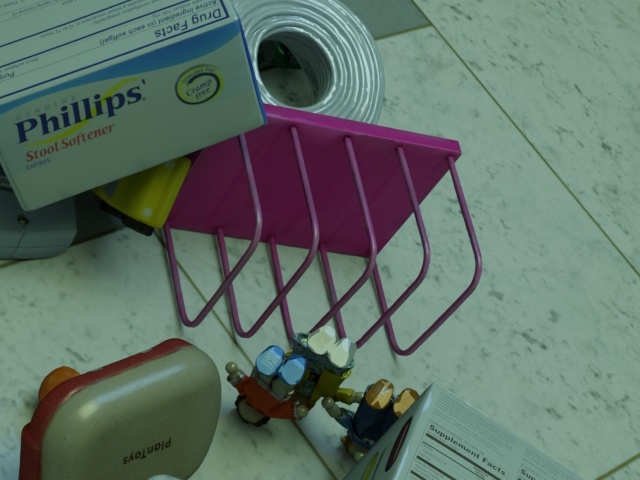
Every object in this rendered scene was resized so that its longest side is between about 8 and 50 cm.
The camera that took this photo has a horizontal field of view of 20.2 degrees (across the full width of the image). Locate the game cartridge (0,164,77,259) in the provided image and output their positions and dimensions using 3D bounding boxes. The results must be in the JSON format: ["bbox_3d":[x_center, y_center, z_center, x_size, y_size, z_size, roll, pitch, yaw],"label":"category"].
[{"bbox_3d":[-0.395,-0.078,1.846,0.294,0.060,0.196,13,43,-25],"label":"game cartridge"}]

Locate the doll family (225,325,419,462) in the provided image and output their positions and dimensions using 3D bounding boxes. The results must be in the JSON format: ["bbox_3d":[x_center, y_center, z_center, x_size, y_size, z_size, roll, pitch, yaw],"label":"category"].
[{"bbox_3d":[0.031,0.175,1.841,0.263,0.163,0.118,34,61,3],"label":"doll family"}]

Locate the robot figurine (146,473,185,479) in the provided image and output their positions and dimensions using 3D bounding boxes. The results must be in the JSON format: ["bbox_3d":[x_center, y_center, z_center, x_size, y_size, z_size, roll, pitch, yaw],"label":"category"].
[{"bbox_3d":[-0.125,0.353,1.527,0.353,0.200,0.300,22,60,-18],"label":"robot figurine"}]

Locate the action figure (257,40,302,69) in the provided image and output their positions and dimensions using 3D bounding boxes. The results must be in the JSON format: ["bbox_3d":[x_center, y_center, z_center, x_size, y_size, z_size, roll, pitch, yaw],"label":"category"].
[{"bbox_3d":[-0.071,-0.314,2.291,0.137,0.063,0.232,7,46,-27],"label":"action figure"}]

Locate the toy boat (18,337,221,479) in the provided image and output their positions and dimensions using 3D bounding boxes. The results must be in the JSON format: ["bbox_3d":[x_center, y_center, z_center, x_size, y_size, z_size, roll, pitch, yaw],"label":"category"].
[{"bbox_3d":[-0.207,0.166,1.712,0.151,0.151,0.231,27,31,35],"label":"toy boat"}]

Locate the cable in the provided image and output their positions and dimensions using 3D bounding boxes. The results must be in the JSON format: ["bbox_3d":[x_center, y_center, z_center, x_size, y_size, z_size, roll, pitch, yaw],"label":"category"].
[{"bbox_3d":[-0.047,-0.195,2.127,0.257,0.089,0.257,36,59,-11],"label":"cable"}]

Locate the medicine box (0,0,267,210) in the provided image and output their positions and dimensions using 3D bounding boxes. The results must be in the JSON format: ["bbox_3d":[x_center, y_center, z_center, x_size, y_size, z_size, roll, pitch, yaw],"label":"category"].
[{"bbox_3d":[-0.227,-0.208,1.827,0.263,0.149,0.289,-20,46,-4],"label":"medicine box"}]

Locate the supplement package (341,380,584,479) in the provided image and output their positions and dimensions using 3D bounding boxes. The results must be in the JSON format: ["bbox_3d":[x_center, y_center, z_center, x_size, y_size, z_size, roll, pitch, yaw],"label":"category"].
[{"bbox_3d":[0.105,0.299,1.692,0.204,0.262,0.145,34,41,-4],"label":"supplement package"}]

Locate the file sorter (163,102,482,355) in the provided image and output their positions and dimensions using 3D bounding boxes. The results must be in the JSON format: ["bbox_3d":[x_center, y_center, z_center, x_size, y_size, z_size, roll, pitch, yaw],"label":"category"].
[{"bbox_3d":[0.000,0.000,1.941,0.291,0.202,0.182,9,50,-29],"label":"file sorter"}]

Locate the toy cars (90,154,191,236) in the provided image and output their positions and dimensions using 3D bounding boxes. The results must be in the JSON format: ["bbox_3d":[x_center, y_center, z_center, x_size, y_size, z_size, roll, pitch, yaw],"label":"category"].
[{"bbox_3d":[-0.205,-0.152,1.948,0.087,0.176,0.393,25,42,-23],"label":"toy cars"}]
